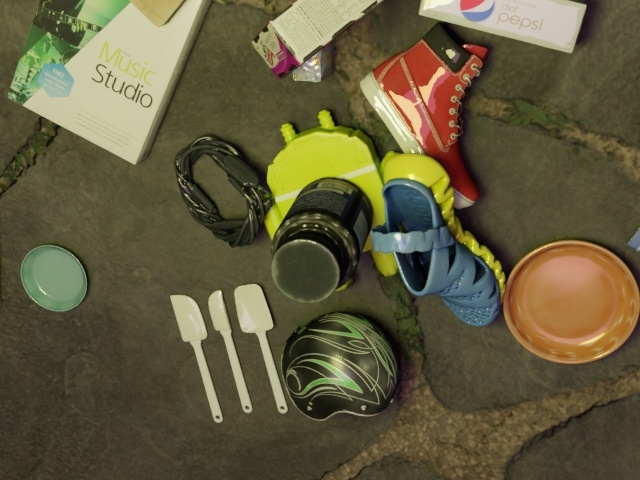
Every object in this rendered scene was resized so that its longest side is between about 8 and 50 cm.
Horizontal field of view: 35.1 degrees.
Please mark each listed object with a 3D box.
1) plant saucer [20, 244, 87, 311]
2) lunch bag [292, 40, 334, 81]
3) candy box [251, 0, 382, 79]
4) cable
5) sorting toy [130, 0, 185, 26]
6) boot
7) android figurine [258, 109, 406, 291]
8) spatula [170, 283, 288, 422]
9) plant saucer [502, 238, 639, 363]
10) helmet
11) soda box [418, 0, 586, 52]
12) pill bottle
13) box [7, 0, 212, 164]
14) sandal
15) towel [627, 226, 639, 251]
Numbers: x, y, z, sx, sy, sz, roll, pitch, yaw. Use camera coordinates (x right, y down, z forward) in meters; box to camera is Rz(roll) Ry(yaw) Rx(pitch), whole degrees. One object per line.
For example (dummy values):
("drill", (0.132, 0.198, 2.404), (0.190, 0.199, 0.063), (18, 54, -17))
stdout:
("plant saucer", (-0.445, 0.061, 1.702), (0.119, 0.021, 0.119), (4, 110, 11))
("lunch bag", (-0.011, -0.276, 1.457), (0.053, 0.071, 0.083), (9, 112, 14))
("candy box", (0.027, -0.318, 1.337), (0.233, 0.159, 0.071), (-39, 99, -9))
("cable", (-0.155, -0.076, 1.565), (0.184, 0.047, 0.150), (38, 133, 18))
("sorting toy", (-0.249, -0.455, 1.355), (0.257, 0.089, 0.255), (44, 122, -6))
("boot", (0.194, -0.179, 1.441), (0.176, 0.088, 0.244), (-33, 96, 20))
("android figurine", (0.024, -0.061, 1.534), (0.248, 0.056, 0.273), (-19, 105, 19))
("spatula", (-0.143, 0.192, 1.683), (0.168, 0.019, 0.242), (-10, 107, 15))
("plant saucer", (0.376, 0.089, 1.520), (0.200, 0.037, 0.200), (4, 111, 12))
("helmet", (0.038, 0.193, 1.566), (0.161, 0.169, 0.169), (-19, 105, 35))
("soda box", (0.248, -0.319, 1.381), (0.216, 0.074, 0.069), (15, 112, 7))
("pill bottle", (0.000, 0.000, 1.414), (0.122, 0.219, 0.123), (4, 113, 10))
("box", (-0.314, -0.306, 1.521), (0.232, 0.058, 0.322), (27, 111, 2))
("sandal", (0.160, 0.028, 1.450), (0.126, 0.138, 0.317), (-3, 137, 42))
("towel", (0.646, -0.016, 1.428), (0.336, 0.040, 0.243), (27, 115, 4))
